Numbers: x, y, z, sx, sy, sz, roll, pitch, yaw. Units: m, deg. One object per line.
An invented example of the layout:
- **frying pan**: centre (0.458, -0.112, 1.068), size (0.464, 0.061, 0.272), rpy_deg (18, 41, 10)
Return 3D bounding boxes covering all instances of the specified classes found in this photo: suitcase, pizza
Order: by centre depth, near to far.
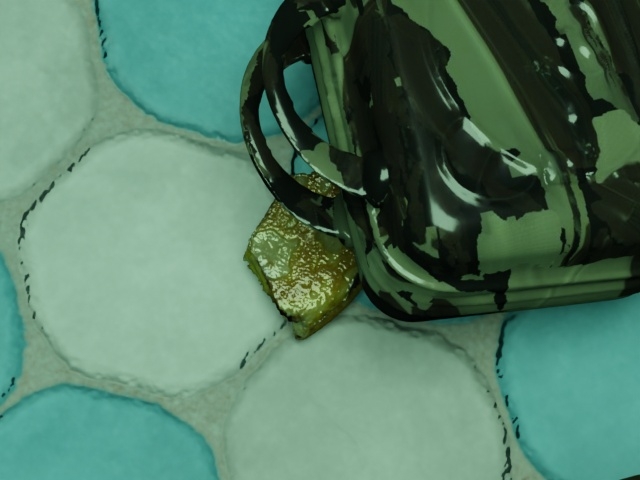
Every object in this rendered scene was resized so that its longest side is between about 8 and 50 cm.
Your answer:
- **suitcase**: centre (0.105, -0.111, 1.463), size (0.339, 0.194, 0.351), rpy_deg (-6, 69, -17)
- **pizza**: centre (0.000, 0.000, 1.522), size (0.099, 0.036, 0.160), rpy_deg (28, 75, 5)

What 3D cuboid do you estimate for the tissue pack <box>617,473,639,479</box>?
- **tissue pack**: centre (0.356, 0.286, 1.340), size (0.387, 0.277, 0.267), rpy_deg (-4, 82, -1)
